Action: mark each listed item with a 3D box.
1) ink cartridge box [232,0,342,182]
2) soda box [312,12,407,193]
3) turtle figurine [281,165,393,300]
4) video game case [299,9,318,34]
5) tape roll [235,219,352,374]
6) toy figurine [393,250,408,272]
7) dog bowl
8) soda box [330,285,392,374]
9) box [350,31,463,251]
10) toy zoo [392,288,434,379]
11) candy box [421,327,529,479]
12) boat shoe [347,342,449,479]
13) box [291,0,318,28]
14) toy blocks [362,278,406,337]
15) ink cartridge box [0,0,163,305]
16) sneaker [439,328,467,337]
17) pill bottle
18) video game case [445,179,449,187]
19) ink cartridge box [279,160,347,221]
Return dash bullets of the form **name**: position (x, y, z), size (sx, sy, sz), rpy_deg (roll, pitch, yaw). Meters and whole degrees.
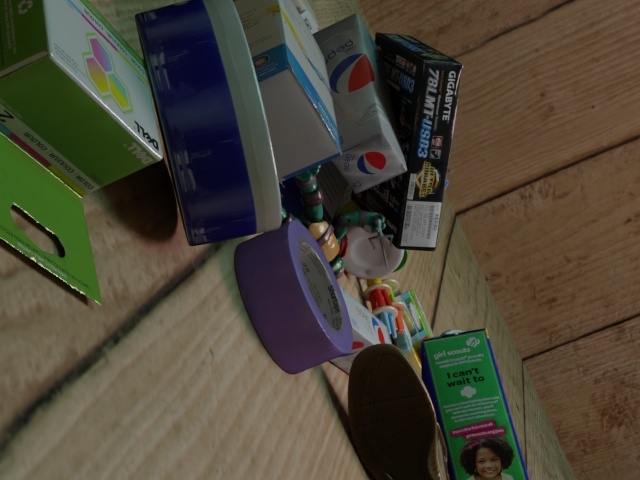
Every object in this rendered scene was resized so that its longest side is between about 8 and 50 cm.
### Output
- **ink cartridge box**: position (-0.090, -0.211, 1.598), size (0.168, 0.171, 0.232), rpy_deg (55, 18, -40)
- **soda box**: position (0.054, -0.214, 1.787), size (0.098, 0.091, 0.286), rpy_deg (52, 22, -43)
- **turtle figurine**: position (0.000, 0.000, 1.734), size (0.175, 0.118, 0.234), rpy_deg (-55, 130, -26)
- **video game case**: position (-0.039, -0.289, 2.067), size (0.190, 0.022, 0.173), rpy_deg (-49, 119, -42)
- **tape roll**: position (-0.033, 0.074, 1.537), size (0.189, 0.080, 0.189), rpy_deg (59, 14, -26)
- **toy figurine**: position (0.129, -0.040, 2.342), size (0.159, 0.130, 0.173), rpy_deg (-102, -173, -73)
- **dog bowl**: position (-0.123, -0.130, 1.284), size (0.265, 0.104, 0.264), rpy_deg (167, -90, -84)
- **soda box**: position (0.042, 0.140, 1.730), size (0.216, 0.074, 0.069), rpy_deg (44, 26, -60)
- **box**: position (0.132, -0.165, 1.868), size (0.295, 0.073, 0.293), rpy_deg (-127, -137, -68)
- **toy zoo**: position (0.183, 0.196, 2.278), size (0.192, 0.030, 0.293), rpy_deg (67, 14, 3)
- **candy box**: position (0.247, 0.351, 1.906), size (0.268, 0.122, 0.317), rpy_deg (83, -4, -49)
- **boat shoe**: position (0.124, 0.298, 1.710), size (0.123, 0.123, 0.341), rpy_deg (-89, 157, -77)
- **box**: position (-0.114, -0.468, 2.083), size (0.275, 0.113, 0.094), rpy_deg (53, 17, -49)
- **toy blocks**: position (0.120, 0.126, 2.099), size (0.123, 0.054, 0.148), rpy_deg (49, 22, -51)
- **ink cartridge box**: position (-0.224, -0.097, 1.045), size (0.189, 0.097, 0.255), rpy_deg (47, 22, -55)
- **sneaker**: position (0.250, 0.304, 2.188), size (0.110, 0.107, 0.275), rpy_deg (-5, 85, -57)
- **pill bottle**: position (0.086, -0.031, 2.094), size (0.119, 0.119, 0.208), rpy_deg (60, 15, -26)
- **video game case**: position (0.107, -0.162, 2.241), size (0.244, 0.061, 0.269), rpy_deg (30, 4, 16)
- **ink cartridge box**: position (-0.030, -0.139, 1.798), size (0.223, 0.045, 0.224), rpy_deg (57, 41, -35)
